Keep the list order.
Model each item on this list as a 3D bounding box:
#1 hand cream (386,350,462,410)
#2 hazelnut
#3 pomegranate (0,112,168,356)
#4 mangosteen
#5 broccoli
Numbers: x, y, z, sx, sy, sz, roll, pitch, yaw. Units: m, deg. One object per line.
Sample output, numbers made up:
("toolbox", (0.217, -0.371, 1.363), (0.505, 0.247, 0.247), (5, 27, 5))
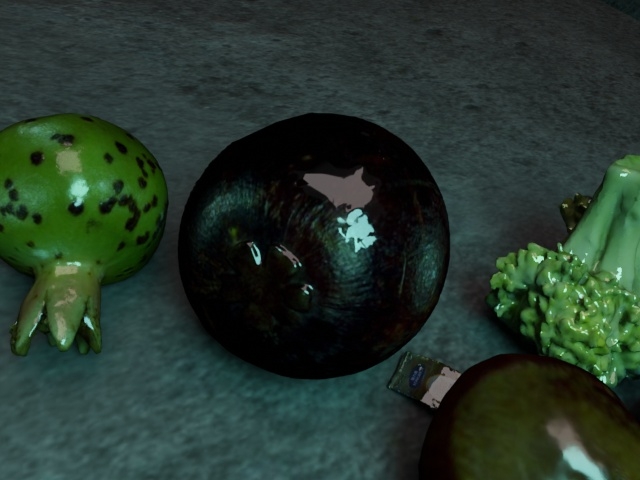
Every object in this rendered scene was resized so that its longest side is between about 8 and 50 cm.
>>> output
("hand cream", (0.168, 0.197, 0.619), (0.163, 0.039, 0.062), (26, 60, 16))
("hazelnut", (0.213, 0.226, 0.477), (0.229, 0.230, 0.230), (7, 43, -7))
("pomegranate", (-0.296, -0.007, 0.621), (0.230, 0.231, 0.286), (-7, 87, -21))
("mangosteen", (-0.004, 0.003, 0.591), (0.329, 0.330, 0.330), (7, 43, -7))
("broccoli", (0.394, 0.024, 0.670), (0.347, 0.281, 0.293), (1, 34, 0))
